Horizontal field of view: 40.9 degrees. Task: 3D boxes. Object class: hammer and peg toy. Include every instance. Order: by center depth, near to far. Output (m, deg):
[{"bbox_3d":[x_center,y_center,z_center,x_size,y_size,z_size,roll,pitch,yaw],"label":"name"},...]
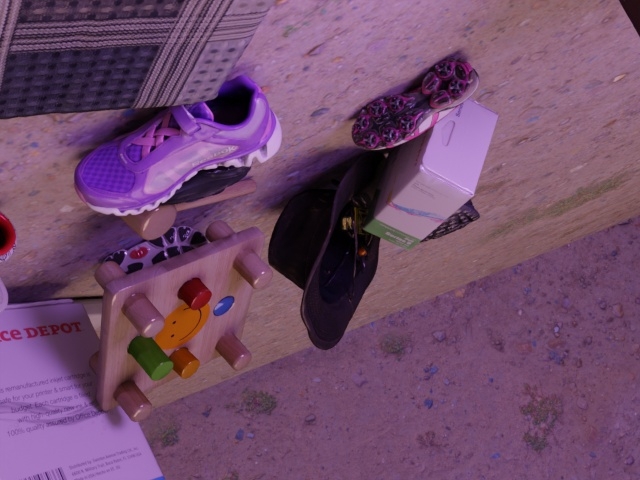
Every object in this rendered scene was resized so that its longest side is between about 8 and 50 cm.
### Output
[{"bbox_3d":[-0.184,0.073,1.201,0.266,0.127,0.361,-22,143,-38],"label":"hammer and peg toy"}]

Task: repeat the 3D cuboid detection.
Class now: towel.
[{"bbox_3d":[-0.170,-0.191,0.662,0.312,0.056,0.324,-11,164,-32],"label":"towel"}]

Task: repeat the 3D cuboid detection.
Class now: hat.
[{"bbox_3d":[0.000,0.000,1.368,0.134,0.331,0.331,16,178,18],"label":"hat"}]

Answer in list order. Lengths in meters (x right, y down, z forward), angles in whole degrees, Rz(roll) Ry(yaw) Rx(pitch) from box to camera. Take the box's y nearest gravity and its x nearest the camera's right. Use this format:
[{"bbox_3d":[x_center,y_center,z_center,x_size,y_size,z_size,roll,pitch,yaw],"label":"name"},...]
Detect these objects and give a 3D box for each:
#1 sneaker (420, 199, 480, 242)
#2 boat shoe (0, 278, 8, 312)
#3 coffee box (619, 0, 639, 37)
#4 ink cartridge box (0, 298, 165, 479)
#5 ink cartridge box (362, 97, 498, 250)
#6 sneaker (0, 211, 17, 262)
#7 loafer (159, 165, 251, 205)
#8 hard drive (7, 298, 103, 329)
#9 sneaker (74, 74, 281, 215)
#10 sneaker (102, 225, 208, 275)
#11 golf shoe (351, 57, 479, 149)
[{"bbox_3d":[0.194,-0.069,1.478,0.109,0.130,0.286,-21,179,-1],"label":"sneaker"},{"bbox_3d":[-0.512,0.087,1.000,0.099,0.116,0.319,-33,169,21],"label":"boat shoe"},{"bbox_3d":[0.441,-0.328,0.861,0.297,0.168,0.119,-22,166,-8],"label":"coffee box"},{"bbox_3d":[-0.410,0.299,1.214,0.166,0.395,0.285,-38,161,26],"label":"ink cartridge box"},{"bbox_3d":[0.159,-0.100,1.268,0.093,0.154,0.212,25,151,-7],"label":"ink cartridge box"},{"bbox_3d":[-0.440,0.011,0.881,0.145,0.090,0.270,-30,168,22],"label":"sneaker"},{"bbox_3d":[-0.180,-0.071,1.014,0.223,0.076,0.078,-16,158,-42],"label":"loafer"},{"bbox_3d":[-0.514,0.156,1.413,0.203,0.040,0.307,-30,165,25],"label":"hard drive"},{"bbox_3d":[-0.151,-0.110,0.907,0.236,0.095,0.104,-25,161,-15],"label":"sneaker"},{"bbox_3d":[-0.253,0.021,1.320,0.170,0.068,0.071,-16,-178,5],"label":"sneaker"},{"bbox_3d":[0.131,-0.173,1.156,0.186,0.067,0.086,-28,167,17],"label":"golf shoe"}]
